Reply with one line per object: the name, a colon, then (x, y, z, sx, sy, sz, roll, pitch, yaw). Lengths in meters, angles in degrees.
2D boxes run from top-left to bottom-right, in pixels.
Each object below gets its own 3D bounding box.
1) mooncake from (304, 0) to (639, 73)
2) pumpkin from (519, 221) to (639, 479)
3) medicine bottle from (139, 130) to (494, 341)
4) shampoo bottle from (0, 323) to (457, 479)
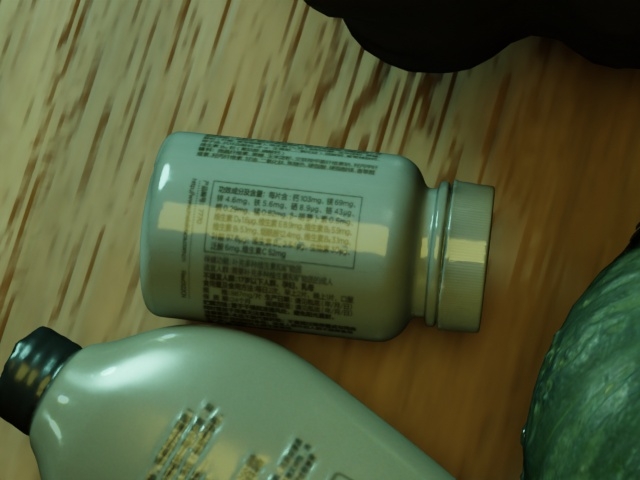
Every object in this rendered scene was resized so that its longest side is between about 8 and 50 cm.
mooncake: (0.095, -0.257, 0.718, 0.351, 0.212, 0.381, -16, 72, 7)
pumpkin: (0.224, 0.076, 0.597, 0.328, 0.291, 0.257, -40, 116, 18)
medicine bottle: (0.000, 0.000, 0.749, 0.140, 0.079, 0.079, 6, 80, 5)
shampoo bottle: (-0.021, 0.114, 0.729, 0.257, 0.078, 0.127, 31, 94, 7)
